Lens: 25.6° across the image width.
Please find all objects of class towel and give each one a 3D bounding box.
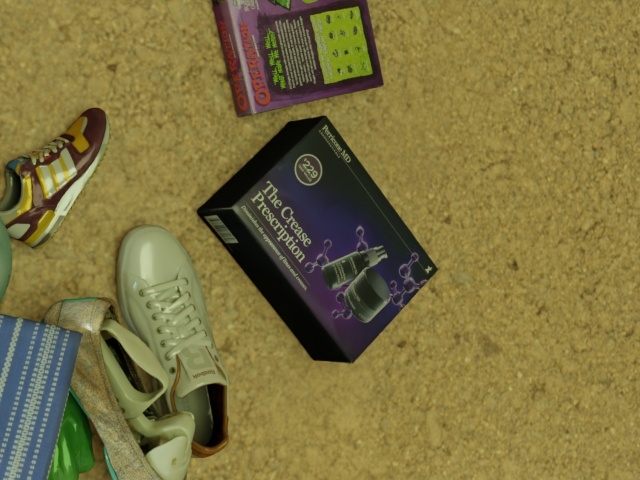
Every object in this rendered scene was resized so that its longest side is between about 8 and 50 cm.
[{"bbox_3d":[-0.433,0.164,1.449,0.336,0.040,0.243,11,50,-6],"label":"towel"}]

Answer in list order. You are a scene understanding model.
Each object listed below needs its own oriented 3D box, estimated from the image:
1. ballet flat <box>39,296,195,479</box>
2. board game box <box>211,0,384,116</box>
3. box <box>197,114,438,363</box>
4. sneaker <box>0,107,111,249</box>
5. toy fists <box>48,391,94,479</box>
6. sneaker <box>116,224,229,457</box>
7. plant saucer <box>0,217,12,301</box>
[{"bbox_3d":[-0.208,0.201,1.606,0.106,0.107,0.316,-21,111,15],"label":"ballet flat"},{"bbox_3d":[-0.047,-0.347,1.804,0.208,0.056,0.347,-16,97,-34],"label":"board game box"},{"bbox_3d":[0.000,0.000,1.795,0.184,0.103,0.261,-47,111,-25],"label":"box"},{"bbox_3d":[-0.313,-0.086,1.627,0.084,0.069,0.185,35,71,-31],"label":"sneaker"},{"bbox_3d":[-0.389,0.239,1.563,0.279,0.096,0.142,-7,77,-31],"label":"toy fists"},{"bbox_3d":[-0.160,0.119,1.685,0.106,0.123,0.290,-18,97,-28],"label":"sneaker"},{"bbox_3d":[-0.434,0.027,1.548,0.195,0.037,0.195,-4,101,-20],"label":"plant saucer"}]
